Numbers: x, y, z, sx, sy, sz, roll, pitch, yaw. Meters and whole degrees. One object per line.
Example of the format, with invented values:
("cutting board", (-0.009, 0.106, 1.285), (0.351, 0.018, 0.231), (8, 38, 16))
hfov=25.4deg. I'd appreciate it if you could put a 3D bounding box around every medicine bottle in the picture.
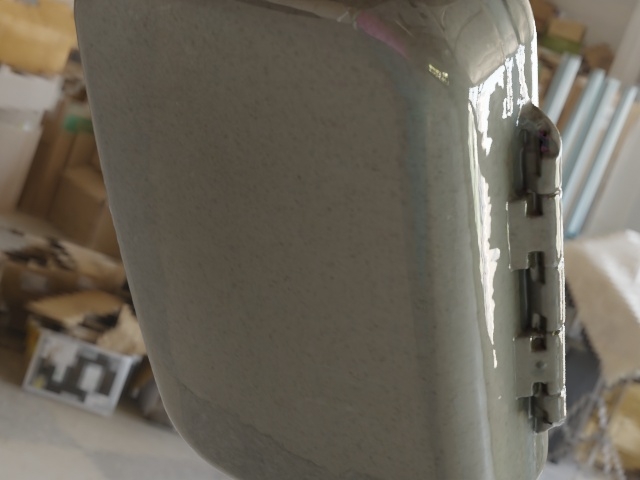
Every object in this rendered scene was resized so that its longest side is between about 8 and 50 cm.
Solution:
("medicine bottle", (0.000, 0.000, 0.786), (0.282, 0.375, 0.123), (19, 43, 33))
